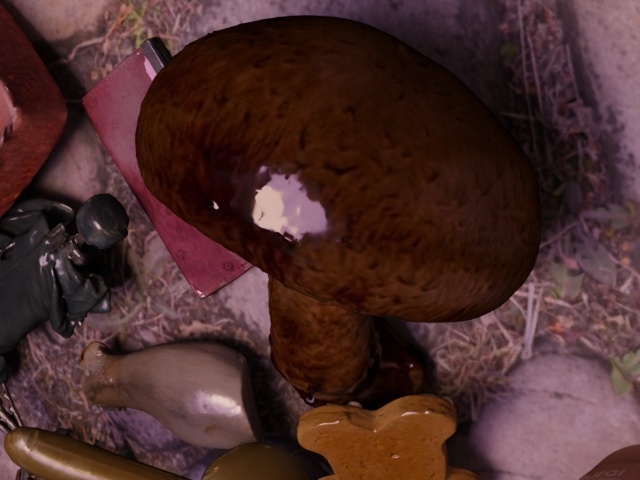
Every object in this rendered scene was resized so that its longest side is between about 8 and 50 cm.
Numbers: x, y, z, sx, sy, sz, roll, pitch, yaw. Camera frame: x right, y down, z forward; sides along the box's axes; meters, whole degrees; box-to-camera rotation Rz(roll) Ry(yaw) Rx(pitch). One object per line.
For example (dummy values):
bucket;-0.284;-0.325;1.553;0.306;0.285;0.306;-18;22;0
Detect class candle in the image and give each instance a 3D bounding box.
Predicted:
candle;-0.370;-0.131;1.768;0.287;0.131;0.317;0;92;35

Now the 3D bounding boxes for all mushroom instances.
mushroom;-0.146;0.147;1.754;0.225;0.093;0.116;9;133;26
mushroom;-0.012;-0.018;1.475;0.331;0.334;0.356;46;115;10

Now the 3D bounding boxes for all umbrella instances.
umbrella;-0.294;0.042;1.813;0.143;0.094;0.349;48;132;-7

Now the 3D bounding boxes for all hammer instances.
hammer;-0.157;0.240;1.711;0.305;0.113;0.202;18;142;6

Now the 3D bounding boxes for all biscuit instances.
biscuit;0.066;0.212;1.605;0.158;0.035;0.240;-2;139;11

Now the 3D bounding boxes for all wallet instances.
wallet;-0.135;-0.065;1.711;0.119;0.025;0.232;-35;85;38

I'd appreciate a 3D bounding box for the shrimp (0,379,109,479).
shrimp;-0.219;0.285;1.841;0.172;0.137;0.372;-32;98;-2

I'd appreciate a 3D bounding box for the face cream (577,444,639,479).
face cream;0.265;0.257;1.505;0.149;0.104;0.149;12;113;31
